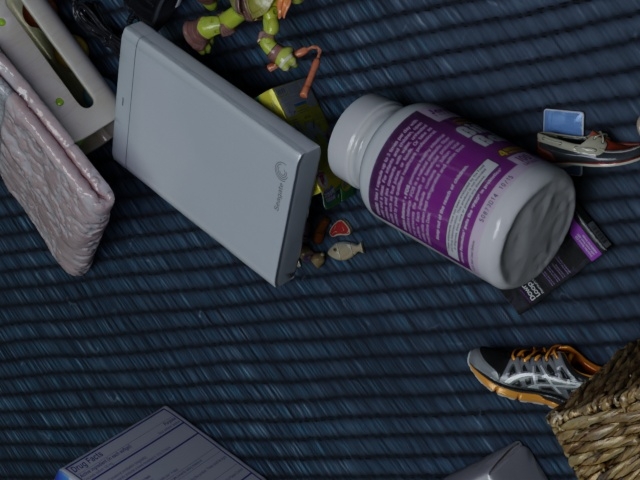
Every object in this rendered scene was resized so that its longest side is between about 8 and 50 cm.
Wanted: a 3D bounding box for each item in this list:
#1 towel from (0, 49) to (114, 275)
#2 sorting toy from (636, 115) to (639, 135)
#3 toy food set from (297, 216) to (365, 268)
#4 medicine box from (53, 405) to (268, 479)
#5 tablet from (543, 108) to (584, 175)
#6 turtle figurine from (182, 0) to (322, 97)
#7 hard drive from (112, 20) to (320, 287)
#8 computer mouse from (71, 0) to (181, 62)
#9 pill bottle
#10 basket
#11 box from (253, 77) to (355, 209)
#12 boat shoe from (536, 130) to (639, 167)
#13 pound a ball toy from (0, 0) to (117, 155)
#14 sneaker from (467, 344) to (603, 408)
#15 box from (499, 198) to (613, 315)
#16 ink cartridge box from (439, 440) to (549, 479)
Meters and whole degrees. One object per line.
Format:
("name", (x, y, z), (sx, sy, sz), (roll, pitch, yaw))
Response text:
("towel", (-0.435, -0.115, 2.105), (0.317, 0.053, 0.332), (51, 157, 5))
("sorting toy", (0.497, -0.094, 1.639), (0.208, 0.038, 0.193), (-22, 93, 35))
("toy food set", (0.000, 0.000, 1.992), (0.122, 0.019, 0.078), (-19, 95, 35))
("medicine box", (-0.230, 0.427, 2.126), (0.289, 0.263, 0.149), (33, 120, 19))
("tablet", (0.308, -0.124, 1.767), (0.054, 0.006, 0.083), (9, 109, 30))
("turtle figurine", (-0.091, -0.313, 1.875), (0.217, 0.087, 0.269), (-8, 83, 41))
("hard drive", (-0.156, -0.121, 1.938), (0.353, 0.047, 0.233), (37, 135, 27))
("computer mouse", (-0.266, -0.383, 2.016), (0.184, 0.060, 0.262), (41, 128, 20))
("pill bottle", (0.158, -0.074, 1.766), (0.301, 0.169, 0.169), (32, 120, 33))
("basket", (0.439, 0.230, 1.624), (0.213, 0.299, 0.223), (-24, 90, 34))
("box", (-0.018, -0.129, 1.908), (0.043, 0.105, 0.179), (-26, 91, 31))
("boat shoe", (0.334, -0.115, 1.725), (0.137, 0.049, 0.043), (1, 104, 28))
("pound a ball toy", (-0.434, -0.272, 2.128), (0.319, 0.136, 0.208), (54, 155, 2))
("sneaker", (0.298, 0.172, 1.830), (0.215, 0.084, 0.083), (16, 111, 17))
("box", (0.283, 0.009, 1.812), (0.116, 0.029, 0.162), (53, 126, 7))
("ink cartridge box", (0.208, 0.434, 1.944), (0.278, 0.117, 0.201), (-34, 86, 35))
